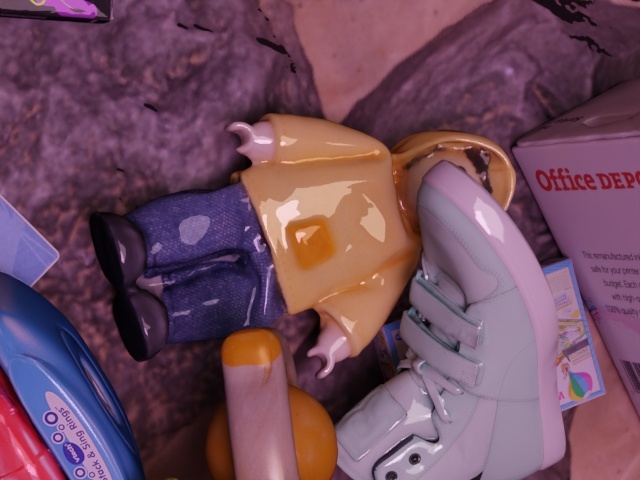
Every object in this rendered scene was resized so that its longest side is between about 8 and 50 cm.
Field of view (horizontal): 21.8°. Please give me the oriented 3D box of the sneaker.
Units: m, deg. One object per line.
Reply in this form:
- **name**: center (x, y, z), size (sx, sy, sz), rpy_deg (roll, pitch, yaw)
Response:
- **sneaker**: center (0.068, 0.081, 1.049), size (0.151, 0.094, 0.256), rpy_deg (-28, 127, -16)

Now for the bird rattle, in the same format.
- **bird rattle**: center (-0.016, 0.155, 0.991), size (0.143, 0.253, 0.207), rpy_deg (-8, 77, 12)

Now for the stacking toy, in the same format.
- **stacking toy**: center (-0.259, 0.164, 0.975), size (0.302, 0.166, 0.175), rpy_deg (-30, 103, -3)

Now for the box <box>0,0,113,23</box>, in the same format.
- **box**: center (-0.208, -0.197, 1.032), size (0.162, 0.029, 0.116), rpy_deg (2, 89, -20)

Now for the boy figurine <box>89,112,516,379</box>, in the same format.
- **boy figurine**: center (0.000, 0.000, 1.088), size (0.285, 0.092, 0.177), rpy_deg (-15, 94, -17)

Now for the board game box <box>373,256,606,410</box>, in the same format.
- **board game box**: center (0.119, 0.084, 1.170), size (0.154, 0.026, 0.103), rpy_deg (-18, 98, -20)

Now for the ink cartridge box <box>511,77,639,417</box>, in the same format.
- **ink cartridge box**: center (0.275, 0.026, 1.136), size (0.117, 0.201, 0.278), rpy_deg (-31, 101, -19)

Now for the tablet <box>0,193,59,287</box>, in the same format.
- **tablet**: center (-0.211, 0.000, 1.048), size (0.083, 0.006, 0.054), rpy_deg (47, 75, -17)
